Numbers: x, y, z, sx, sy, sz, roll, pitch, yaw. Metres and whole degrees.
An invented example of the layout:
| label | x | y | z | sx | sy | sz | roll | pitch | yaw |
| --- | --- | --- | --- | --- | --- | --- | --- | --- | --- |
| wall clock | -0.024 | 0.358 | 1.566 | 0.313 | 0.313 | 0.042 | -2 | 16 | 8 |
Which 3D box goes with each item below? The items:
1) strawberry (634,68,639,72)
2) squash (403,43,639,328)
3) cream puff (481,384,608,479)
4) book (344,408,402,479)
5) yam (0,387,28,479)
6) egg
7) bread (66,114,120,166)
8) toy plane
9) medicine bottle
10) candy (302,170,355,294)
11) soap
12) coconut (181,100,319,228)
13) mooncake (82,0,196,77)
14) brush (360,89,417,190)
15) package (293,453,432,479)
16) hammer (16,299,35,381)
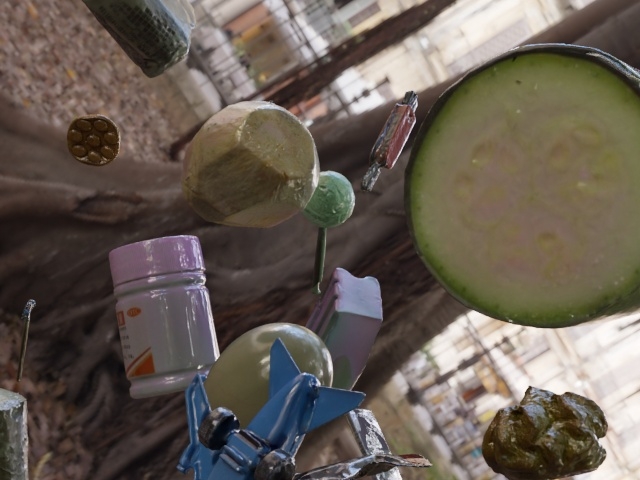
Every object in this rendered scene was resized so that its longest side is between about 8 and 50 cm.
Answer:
| label | x | y | z | sx | sy | sz | roll | pitch | yaw |
| --- | --- | --- | --- | --- | --- | --- | --- | --- | --- |
| strawberry | 0.459 | -0.223 | 1.439 | 0.085 | 0.140 | 0.192 | 44 | 26 | -5 |
| squash | 0.287 | -0.044 | 0.962 | 0.384 | 0.263 | 0.263 | 3 | 52 | -59 |
| cream puff | 0.446 | 0.394 | 1.799 | 0.244 | 0.196 | 0.244 | 18 | -19 | 7 |
| book | 0.108 | 0.416 | 1.799 | 0.127 | 0.014 | 0.182 | 24 | 38 | -60 |
| yam | -0.674 | 0.434 | 1.852 | 0.161 | 0.161 | 0.268 | 21 | 69 | -85 |
| egg | -0.091 | 0.243 | 1.521 | 0.186 | 0.241 | 0.186 | 53 | 1 | -1 |
| bread | -0.448 | -0.198 | 1.796 | 0.110 | 0.110 | 0.024 | 57 | 7 | -17 |
| toy plane | -0.073 | 0.234 | 0.868 | 0.254 | 0.271 | 0.105 | 28 | -12 | 37 |
| medicine bottle | -0.328 | 0.163 | 1.931 | 0.202 | 0.202 | 0.316 | 40 | 40 | -81 |
| candy | 0.000 | 0.000 | 2.071 | 0.119 | 0.119 | 0.440 | 60 | -21 | 28 |
| soap | 0.020 | 0.241 | 1.939 | 0.109 | 0.324 | 0.193 | 18 | 36 | -13 |
| coconut | -0.123 | -0.125 | 1.542 | 0.237 | 0.236 | 0.197 | 46 | 31 | -77 |
| mooncake | -0.353 | -0.453 | 1.762 | 0.254 | 0.136 | 0.250 | 51 | 20 | -33 |
| brush | 0.182 | -0.252 | 2.325 | 0.051 | 0.323 | 0.070 | 16 | -26 | 26 |
| package | 0.022 | 0.314 | 1.240 | 0.154 | 0.239 | 0.030 | 147 | -65 | -77 |
| hammer | -0.646 | 0.223 | 1.983 | 0.062 | 0.017 | 0.182 | -112 | -147 | -75 |
